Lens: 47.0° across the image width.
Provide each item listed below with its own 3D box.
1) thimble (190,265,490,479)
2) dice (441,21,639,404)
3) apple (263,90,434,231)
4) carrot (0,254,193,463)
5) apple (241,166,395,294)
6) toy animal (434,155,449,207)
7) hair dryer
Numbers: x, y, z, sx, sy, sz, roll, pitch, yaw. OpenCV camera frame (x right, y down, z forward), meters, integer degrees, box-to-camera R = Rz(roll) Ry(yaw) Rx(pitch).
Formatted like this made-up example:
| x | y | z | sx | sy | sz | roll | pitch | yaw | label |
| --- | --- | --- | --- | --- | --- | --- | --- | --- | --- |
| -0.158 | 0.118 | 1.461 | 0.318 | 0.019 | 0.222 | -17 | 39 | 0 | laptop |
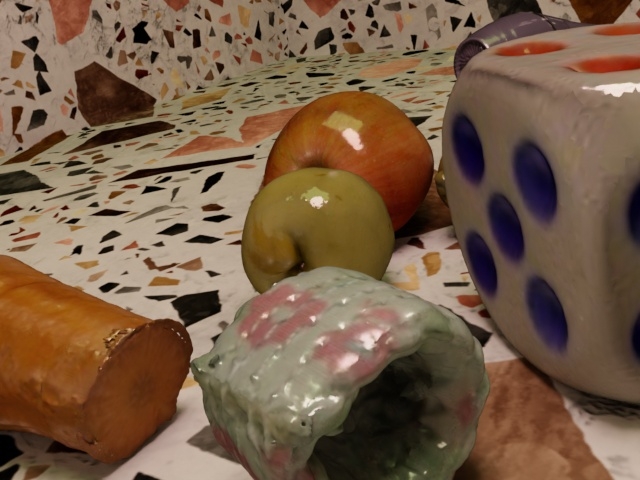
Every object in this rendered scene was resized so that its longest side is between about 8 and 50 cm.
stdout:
| x | y | z | sx | sy | sz | roll | pitch | yaw | label |
| --- | --- | --- | --- | --- | --- | --- | --- | --- | --- |
| 0.015 | 0.122 | 0.576 | 0.211 | 0.185 | 0.149 | 6 | 10 | -40 | thimble |
| 0.300 | -0.041 | 0.720 | 0.277 | 0.304 | 0.304 | -13 | 22 | -10 | dice |
| 0.046 | -0.102 | 1.110 | 0.242 | 0.242 | 0.241 | 3 | 15 | 28 | apple |
| -0.275 | 0.131 | 0.750 | 0.254 | 0.195 | 0.196 | 15 | 31 | 25 | carrot |
| 0.000 | 0.000 | 0.909 | 0.200 | 0.200 | 0.200 | -8 | 22 | 3 | apple |
| 0.281 | -0.101 | 1.067 | 0.281 | 0.169 | 0.195 | -20 | 46 | -23 | toy animal |
| 0.359 | -0.144 | 0.978 | 0.301 | 0.361 | 0.121 | -14 | -16 | -31 | hair dryer |
